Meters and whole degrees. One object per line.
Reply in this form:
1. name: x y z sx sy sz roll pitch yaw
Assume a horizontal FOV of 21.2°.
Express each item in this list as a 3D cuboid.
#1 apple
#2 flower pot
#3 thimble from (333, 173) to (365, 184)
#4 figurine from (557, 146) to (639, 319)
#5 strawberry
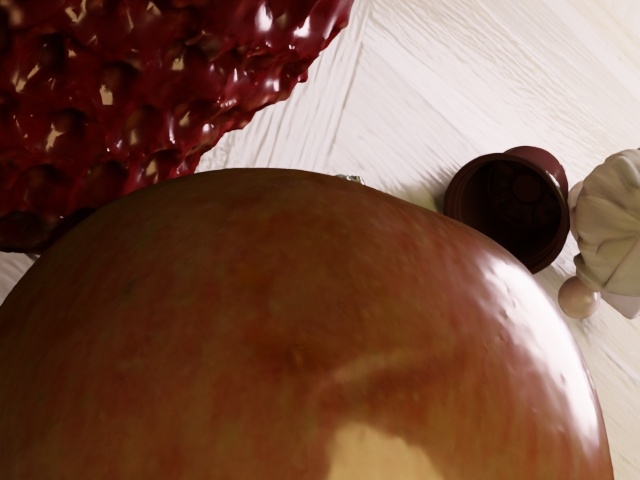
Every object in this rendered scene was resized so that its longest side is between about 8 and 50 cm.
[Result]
1. apple: -0.021 0.141 0.972 0.391 0.391 0.346 29 56 -41
2. flower pot: 0.168 -0.035 1.469 0.111 0.111 0.089 65 26 -11
3. thimble: 0.000 0.000 1.282 0.084 0.062 0.110 45 49 -31
4. figurine: 0.275 -0.007 1.479 0.144 0.182 0.257 58 10 7
5. strawberry: -0.124 -0.153 1.046 0.317 0.295 0.345 56 48 -77
